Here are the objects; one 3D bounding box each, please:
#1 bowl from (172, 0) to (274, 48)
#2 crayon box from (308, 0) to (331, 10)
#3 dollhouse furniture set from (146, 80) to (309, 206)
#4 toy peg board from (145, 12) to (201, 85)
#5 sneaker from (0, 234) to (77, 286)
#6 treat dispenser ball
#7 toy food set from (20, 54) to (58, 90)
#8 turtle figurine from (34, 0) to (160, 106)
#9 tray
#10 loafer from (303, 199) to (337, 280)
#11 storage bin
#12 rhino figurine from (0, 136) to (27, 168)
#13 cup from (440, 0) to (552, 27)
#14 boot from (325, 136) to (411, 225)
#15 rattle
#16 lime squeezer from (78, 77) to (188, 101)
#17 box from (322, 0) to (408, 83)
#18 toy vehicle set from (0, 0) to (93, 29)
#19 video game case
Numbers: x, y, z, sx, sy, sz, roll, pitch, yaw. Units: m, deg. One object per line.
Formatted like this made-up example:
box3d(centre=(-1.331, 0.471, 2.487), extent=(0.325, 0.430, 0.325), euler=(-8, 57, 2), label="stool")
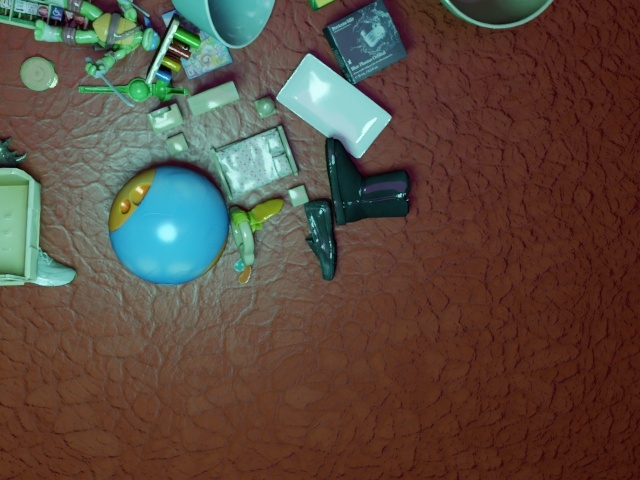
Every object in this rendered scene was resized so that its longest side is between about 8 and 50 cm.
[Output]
box3d(centre=(-0.239, -0.614, 1.693), extent=(0.163, 0.311, 0.311), euler=(18, 100, 22), label="bowl")
box3d(centre=(0.075, -0.703, 1.803), extent=(0.278, 0.081, 0.165), euler=(-27, 103, -2), label="crayon box")
box3d(centre=(-0.221, -0.199, 1.815), extent=(0.303, 0.174, 0.355), euler=(-21, 103, -3), label="dollhouse furniture set")
box3d(centre=(-0.347, -0.443, 1.748), extent=(0.079, 0.161, 0.160), euler=(24, 106, -19), label="toy peg board")
box3d(centre=(-0.734, 0.033, 1.832), extent=(0.262, 0.099, 0.121), euler=(18, 94, -12), label="sneaker")
box3d(centre=(-0.363, -0.036, 1.767), extent=(0.288, 0.288, 0.288), euler=(-2, 101, -8), label="treat dispenser ball")
box3d(centre=(-0.687, -0.407, 1.787), extent=(0.083, 0.020, 0.082), euler=(-18, 103, -4), label="toy food set")
box3d(centre=(-0.505, -0.483, 1.659), extent=(0.266, 0.274, 0.198), euler=(13, 133, -8), label="turtle figurine")
box3d(centre=(0.035, -0.344, 1.885), extent=(0.270, 0.030, 0.145), euler=(35, 107, -13), label="tray")
box3d(centre=(0.000, 0.000, 1.938), extent=(0.078, 0.076, 0.223), euler=(-4, 109, 10), label="loafer")
box3d(centre=(-0.812, -0.026, 1.734), extent=(0.260, 0.123, 0.262), euler=(-2, 79, 0), label="storage bin")
box3d(centre=(-0.840, -0.212, 1.779), extent=(0.243, 0.073, 0.106), euler=(0, 104, -9), label="rhino figurine")
box3d(centre=(0.394, -0.675, 1.773), extent=(0.331, 0.237, 0.331), euler=(-2, 102, -8), label="cup")
box3d(centre=(0.125, -0.164, 1.905), extent=(0.207, 0.094, 0.246), euler=(-11, 111, -2), label="boot")
box3d(centre=(-0.162, 0.000, 1.909), extent=(0.143, 0.130, 0.199), euler=(-26, 116, -33), label="rattle")
box3d(centre=(-0.433, -0.362, 1.796), extent=(0.310, 0.110, 0.059), euler=(6, 120, 21), label="lime squeezer")
box3d(centre=(0.111, -0.497, 1.844), extent=(0.156, 0.093, 0.158), euler=(-28, 102, -2), label="box")
box3d(centre=(-0.679, -0.587, 1.745), extent=(0.267, 0.035, 0.166), euler=(10, 100, -10), label="toy vehicle set")
box3d(centre=(-0.305, -0.501, 1.825), extent=(0.119, 0.015, 0.166), euler=(-23, 103, -3), label="video game case")
